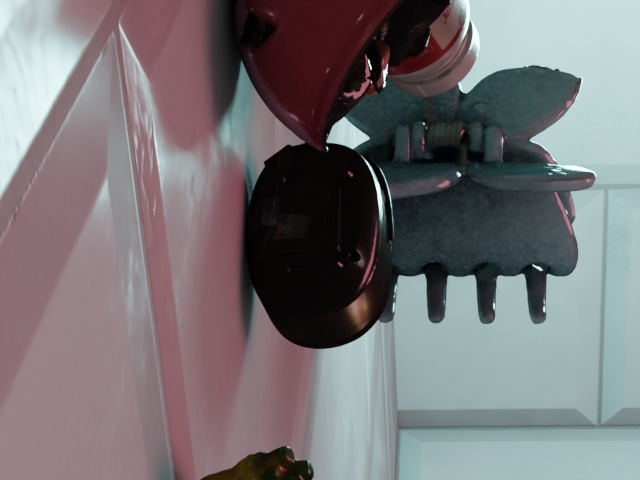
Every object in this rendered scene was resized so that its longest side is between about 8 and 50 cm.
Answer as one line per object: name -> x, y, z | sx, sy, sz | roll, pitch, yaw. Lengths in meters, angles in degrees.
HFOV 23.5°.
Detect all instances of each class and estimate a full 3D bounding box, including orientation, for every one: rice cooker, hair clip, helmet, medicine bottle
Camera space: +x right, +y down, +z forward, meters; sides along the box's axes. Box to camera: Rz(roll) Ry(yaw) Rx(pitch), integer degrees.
rice cooker -> 0.000, 0.000, 1.200 | 0.106, 0.112, 0.165 | 62, 26, -66
hair clip -> 0.148, -0.047, 1.787 | 0.392, 0.318, 0.238 | -86, 175, -58
helmet -> 0.008, -0.181, 1.134 | 0.198, 0.154, 0.253 | -54, 171, 11
medicine bottle -> 0.067, -0.248, 1.529 | 0.250, 0.131, 0.131 | 43, 42, -54

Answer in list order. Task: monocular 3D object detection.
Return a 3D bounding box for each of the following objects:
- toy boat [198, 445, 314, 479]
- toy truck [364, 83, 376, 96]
toy boat -> -0.035, 0.197, 0.899 | 0.230, 0.088, 0.089 | 83, 7, -45
toy truck -> 0.027, -0.247, 1.715 | 0.092, 0.083, 0.192 | 84, 6, -47
